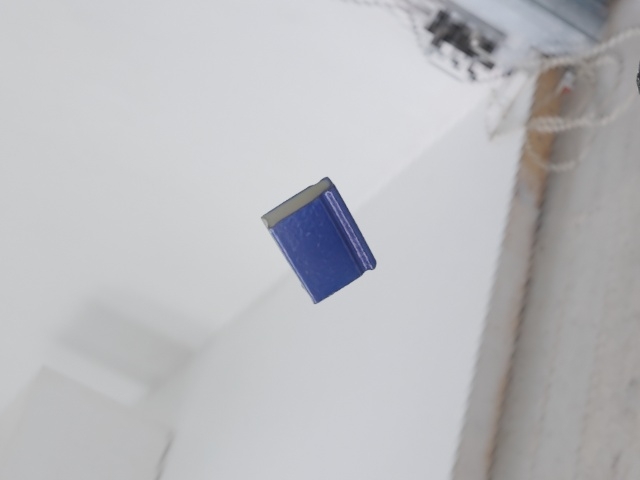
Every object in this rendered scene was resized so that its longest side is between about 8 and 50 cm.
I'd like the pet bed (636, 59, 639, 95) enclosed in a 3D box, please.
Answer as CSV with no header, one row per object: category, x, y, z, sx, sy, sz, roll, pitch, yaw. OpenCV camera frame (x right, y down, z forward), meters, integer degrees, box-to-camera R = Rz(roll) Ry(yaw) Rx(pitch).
pet bed,0.378,-0.194,1.331,0.159,0.183,0.211,-8,29,31

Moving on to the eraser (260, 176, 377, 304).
eraser,0.000,0.000,1.164,0.063,0.084,0.027,-32,31,-3
